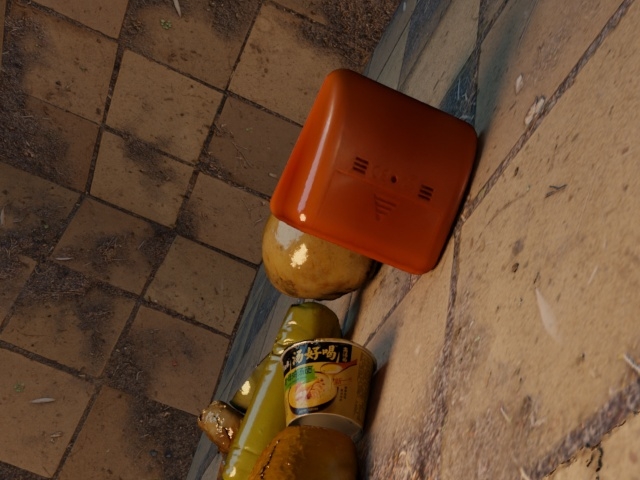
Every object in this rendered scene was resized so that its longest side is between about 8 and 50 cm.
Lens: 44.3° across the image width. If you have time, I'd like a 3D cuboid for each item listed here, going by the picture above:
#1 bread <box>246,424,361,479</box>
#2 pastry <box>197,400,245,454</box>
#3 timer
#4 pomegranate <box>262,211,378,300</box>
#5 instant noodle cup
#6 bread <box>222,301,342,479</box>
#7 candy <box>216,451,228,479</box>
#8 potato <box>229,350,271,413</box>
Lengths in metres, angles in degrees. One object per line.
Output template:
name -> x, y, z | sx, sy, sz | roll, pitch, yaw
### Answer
bread -> -0.076, 0.449, 1.073 | 0.337, 0.148, 0.328 | -77, 12, -54
pastry -> -0.171, 0.374, 1.532 | 0.081, 0.153, 0.153 | -42, -3, -23
timer -> 0.090, -0.101, 1.185 | 0.161, 0.257, 0.250 | -151, 83, -76
pomegranate -> 0.000, 0.000, 1.536 | 0.260, 0.260, 0.260 | -157, 90, -82
instant noodle cup -> 0.009, 0.234, 1.187 | 0.151, 0.151, 0.122 | 122, 158, -50
bread -> -0.052, 0.300, 1.448 | 0.166, 0.112, 0.383 | 50, -123, -55
candy -> -0.158, 0.509, 1.547 | 0.101, 0.143, 0.271 | -39, 21, 18
potato -> -0.073, 0.285, 1.628 | 0.160, 0.111, 0.272 | -52, -9, 25
